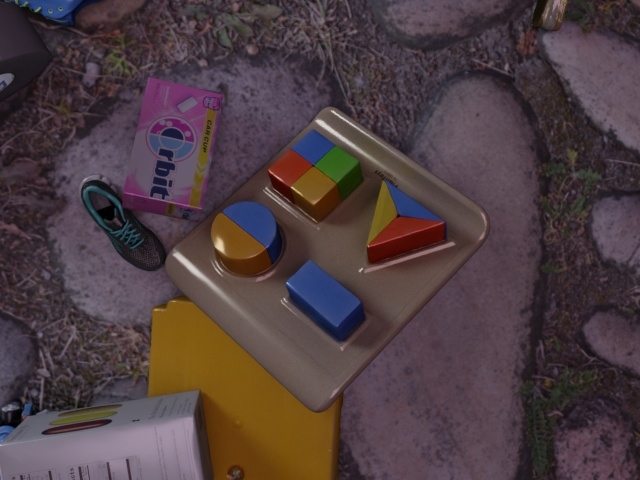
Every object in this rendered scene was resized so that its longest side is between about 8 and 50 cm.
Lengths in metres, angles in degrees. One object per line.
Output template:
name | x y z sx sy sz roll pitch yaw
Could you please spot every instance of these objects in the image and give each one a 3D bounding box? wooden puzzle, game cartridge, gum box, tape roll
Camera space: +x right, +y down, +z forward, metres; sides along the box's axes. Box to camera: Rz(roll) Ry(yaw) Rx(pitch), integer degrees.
wooden puzzle | 0.000 0.000 1.052 0.322 0.080 0.348 38 77 25
game cartridge | -0.109 0.249 1.115 0.285 0.052 0.324 6 96 15
gum box | -0.204 -0.131 1.095 0.107 0.062 0.189 11 71 -12
tape roll | -0.458 -0.213 0.994 0.219 0.219 0.072 -32 98 -5

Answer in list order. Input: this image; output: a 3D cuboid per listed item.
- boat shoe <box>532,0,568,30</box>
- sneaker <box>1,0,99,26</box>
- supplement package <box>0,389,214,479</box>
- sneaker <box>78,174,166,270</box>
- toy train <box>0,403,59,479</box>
boat shoe | 0.369 -0.388 1.205 0.045 0.050 0.135 17 102 -13
sneaker | -0.399 -0.344 1.059 0.240 0.091 0.126 -18 98 -8
supplement package | -0.272 0.293 1.028 0.244 0.139 0.134 -8 94 -5
sneaker | -0.285 -0.019 1.110 0.065 0.076 0.166 -42 100 -3
toy train | -0.412 0.323 1.118 0.105 0.080 0.184 -2 93 -18
